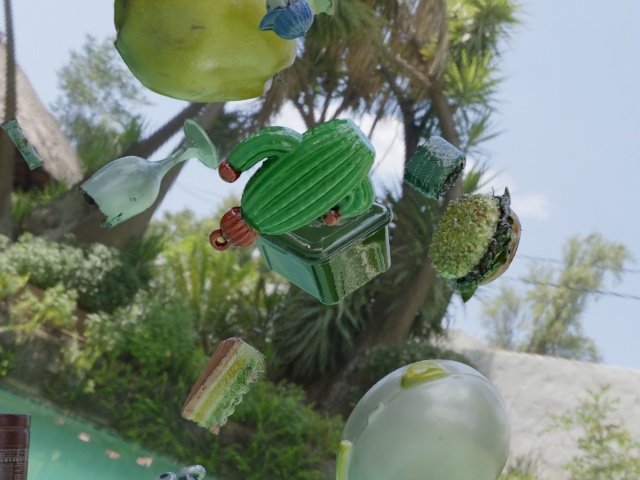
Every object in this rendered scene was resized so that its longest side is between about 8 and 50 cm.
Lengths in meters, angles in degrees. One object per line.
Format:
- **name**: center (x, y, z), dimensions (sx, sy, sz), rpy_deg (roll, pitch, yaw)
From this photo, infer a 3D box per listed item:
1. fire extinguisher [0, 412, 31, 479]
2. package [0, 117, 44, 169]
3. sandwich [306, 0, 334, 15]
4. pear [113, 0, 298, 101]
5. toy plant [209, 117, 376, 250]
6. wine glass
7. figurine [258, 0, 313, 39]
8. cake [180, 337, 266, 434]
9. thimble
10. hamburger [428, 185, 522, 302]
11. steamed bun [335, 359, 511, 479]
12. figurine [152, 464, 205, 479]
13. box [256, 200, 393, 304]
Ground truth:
- **fire extinguisher**: center (-0.427, 0.357, 1.024), dimensions (0.105, 0.268, 0.105), rpy_deg (-1, -15, 0)
- **package**: center (-0.600, -0.194, 1.635), dimensions (0.037, 0.015, 0.110), rpy_deg (-19, -61, 12)
- **sandwich**: center (-0.059, -0.568, 1.667), dimensions (0.186, 0.108, 0.220), rpy_deg (85, -20, -72)
- **pear**: center (-0.214, -0.388, 1.500), dimensions (0.337, 0.284, 0.285), rpy_deg (14, -16, 4)
- **toy plant**: center (-0.045, -0.074, 1.023), dimensions (0.240, 0.088, 0.154), rpy_deg (-12, -57, 7)
- **wine glass**: center (-0.394, -0.155, 1.869), dimensions (0.143, 0.321, 0.143), rpy_deg (45, -25, 28)
- **figurine**: center (-0.067, -0.402, 1.343), dimensions (0.086, 0.149, 0.087), rpy_deg (-27, -22, 31)
- **cake**: center (-0.234, 0.341, 1.931), dimensions (0.109, 0.225, 0.090), rpy_deg (40, -11, -22)
- **thimble**: center (0.245, -0.152, 1.735), dimensions (0.090, 0.118, 0.135), rpy_deg (41, -26, 17)
- **hamburger**: center (0.341, -0.007, 1.801), dimensions (0.139, 0.243, 0.261), rpy_deg (26, -50, -17)
- **steamed bun**: center (0.212, 0.418, 1.665), dimensions (0.334, 0.374, 0.334), rpy_deg (40, 3, -2)
- **figurine**: center (-0.239, 0.474, 1.275), dimensions (0.193, 0.140, 0.265), rpy_deg (28, 24, -31)
- **box**: center (0.000, 0.000, 1.915), dimensions (0.329, 0.253, 0.177), rpy_deg (28, -40, 49)
